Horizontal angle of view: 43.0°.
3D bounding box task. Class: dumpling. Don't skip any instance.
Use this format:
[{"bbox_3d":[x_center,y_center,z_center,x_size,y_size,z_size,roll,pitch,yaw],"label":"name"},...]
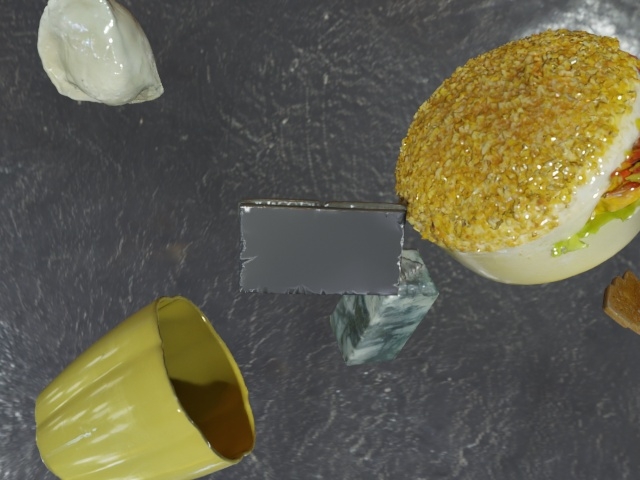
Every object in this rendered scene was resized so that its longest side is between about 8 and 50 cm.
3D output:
[{"bbox_3d":[-0.374,-0.308,1.341,0.179,0.252,0.132,-8,56,11],"label":"dumpling"}]

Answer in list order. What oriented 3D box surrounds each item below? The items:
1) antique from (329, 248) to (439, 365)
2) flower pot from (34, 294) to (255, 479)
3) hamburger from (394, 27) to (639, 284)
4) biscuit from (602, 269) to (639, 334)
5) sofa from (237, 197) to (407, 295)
[{"bbox_3d":[0.091,0.092,1.172,0.086,0.183,0.088,-1,50,-26],"label":"antique"},{"bbox_3d":[-0.191,0.179,0.860,0.179,0.195,0.195,-28,86,9],"label":"flower pot"},{"bbox_3d":[0.215,-0.095,0.847,0.179,0.294,0.276,49,42,-39],"label":"hamburger"},{"bbox_3d":[0.492,0.103,1.300,0.129,0.019,0.120,2,59,-35],"label":"biscuit"},{"bbox_3d":[0.000,0.000,0.723,0.147,0.060,0.085,1,110,-3],"label":"sofa"}]
